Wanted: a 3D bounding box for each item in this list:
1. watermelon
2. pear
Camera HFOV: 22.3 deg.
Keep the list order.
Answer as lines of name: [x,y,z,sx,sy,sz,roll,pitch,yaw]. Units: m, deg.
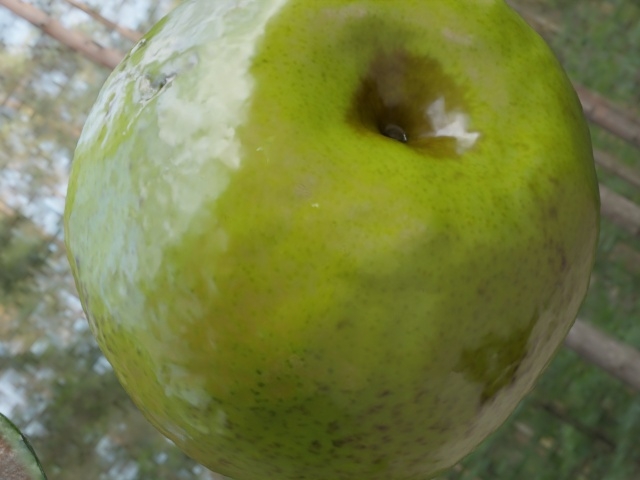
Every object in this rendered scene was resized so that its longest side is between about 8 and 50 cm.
watermelon: [-0.387,0.318,2.002,0.128,0.146,0.231,-58,-3,-42]
pear: [0.000,0.000,1.125,0.391,0.391,0.391,-44,-26,-28]
